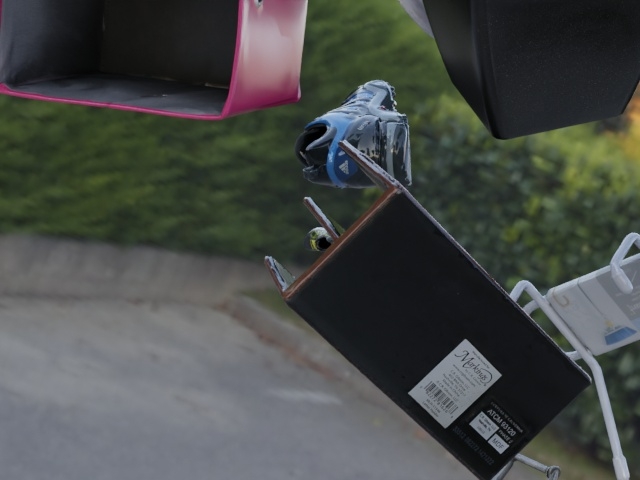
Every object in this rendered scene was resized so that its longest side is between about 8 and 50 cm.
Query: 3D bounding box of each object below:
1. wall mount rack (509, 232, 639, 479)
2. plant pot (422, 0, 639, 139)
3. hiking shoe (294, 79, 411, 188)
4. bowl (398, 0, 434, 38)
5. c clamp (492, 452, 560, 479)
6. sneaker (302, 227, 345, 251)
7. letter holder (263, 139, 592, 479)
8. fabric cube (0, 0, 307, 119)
[{"bbox_3d":[0.414,0.155,1.810,0.304,0.130,0.350,49,-43,-11],"label":"wall mount rack"},{"bbox_3d":[0.192,-0.200,1.208,0.187,0.167,0.188,-12,37,-10],"label":"plant pot"},{"bbox_3d":[0.032,-0.136,1.687,0.132,0.113,0.304,-3,13,-4],"label":"hiking shoe"},{"bbox_3d":[0.176,-0.353,1.761,0.298,0.134,0.298,38,31,-28],"label":"bowl"},{"bbox_3d":[0.314,0.358,2.086,0.022,0.137,0.160,50,-11,-26],"label":"c clamp"},{"bbox_3d":[0.000,0.000,1.844,0.035,0.031,0.083,-30,10,-40],"label":"sneaker"},{"bbox_3d":[0.092,0.063,1.373,0.302,0.152,0.214,44,4,-24],"label":"letter holder"},{"bbox_3d":[-0.159,-0.270,1.397,0.259,0.254,0.258,9,11,14],"label":"fabric cube"}]
